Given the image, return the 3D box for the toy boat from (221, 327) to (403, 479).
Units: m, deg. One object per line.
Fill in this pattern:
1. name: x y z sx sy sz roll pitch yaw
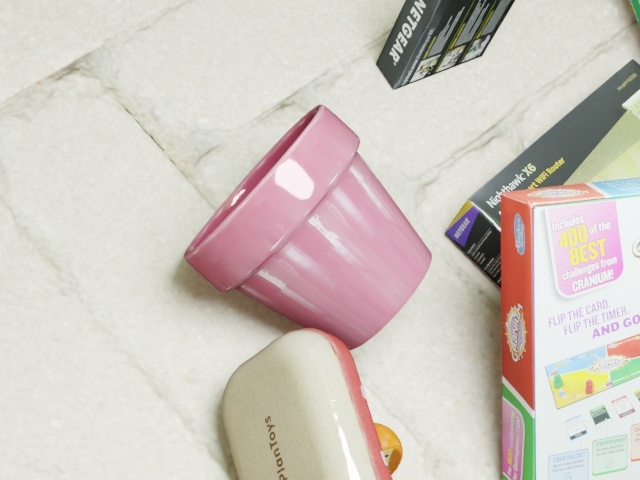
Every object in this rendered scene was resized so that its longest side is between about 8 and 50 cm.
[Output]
1. toy boat: 0.016 0.198 1.055 0.151 0.151 0.231 7 56 -44

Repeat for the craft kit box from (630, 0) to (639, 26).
1. craft kit box: 0.496 -0.280 1.426 0.246 0.061 0.250 -5 70 -24

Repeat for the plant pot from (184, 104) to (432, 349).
1. plant pot: 0.000 0.000 1.120 0.180 0.201 0.201 41 59 -8

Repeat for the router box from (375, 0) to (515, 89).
1. router box: 0.148 -0.250 1.287 0.133 0.179 0.046 -24 72 -24

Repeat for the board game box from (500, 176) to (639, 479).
1. board game box: 0.290 0.102 1.092 0.242 0.064 0.316 -6 103 -17

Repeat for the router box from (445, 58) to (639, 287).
1. router box: 0.327 -0.025 1.266 0.243 0.081 0.309 45 61 11
